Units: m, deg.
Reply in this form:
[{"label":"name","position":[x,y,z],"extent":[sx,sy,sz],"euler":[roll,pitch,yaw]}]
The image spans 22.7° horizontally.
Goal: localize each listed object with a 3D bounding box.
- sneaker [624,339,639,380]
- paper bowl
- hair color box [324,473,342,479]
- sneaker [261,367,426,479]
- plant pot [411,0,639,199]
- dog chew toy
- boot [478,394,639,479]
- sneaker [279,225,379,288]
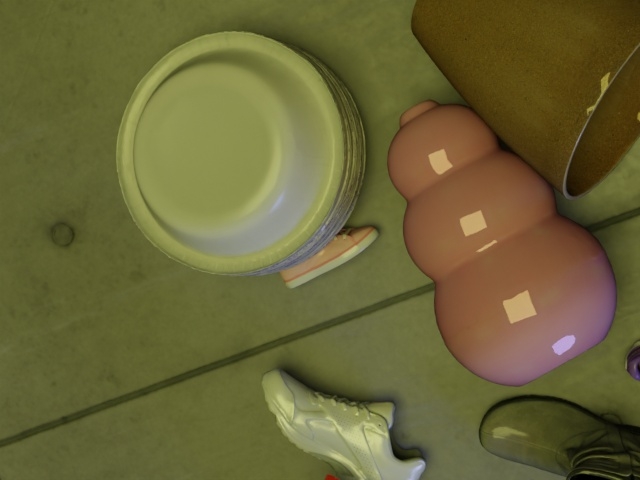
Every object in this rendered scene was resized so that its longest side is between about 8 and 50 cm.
[{"label":"sneaker","position":[0.430,0.156,1.816],"extent":[0.170,0.071,0.068],"euler":[4,101,13]},{"label":"paper bowl","position":[-0.102,-0.100,1.842],"extent":[0.284,0.148,0.284],"euler":[0,90,18]},{"label":"hair color box","position":[0.033,0.354,1.914],"extent":[0.093,0.053,0.167],"euler":[23,144,9]},{"label":"sneaker","position":[0.033,0.221,1.930],"extent":[0.232,0.090,0.115],"euler":[42,100,-5]},{"label":"plant pot","position":[0.232,-0.208,1.738],"extent":[0.254,0.237,0.237],"euler":[34,107,21]},{"label":"dog chew toy","position":[0.187,-0.006,1.789],"extent":[0.207,0.206,0.331],"euler":[-32,83,17]},{"label":"boot","position":[0.294,0.246,1.819],"extent":[0.247,0.161,0.083],"euler":[10,102,12]},{"label":"sneaker","position":[0.000,0.000,1.908],"extent":[0.134,0.051,0.070],"euler":[-27,98,21]}]
